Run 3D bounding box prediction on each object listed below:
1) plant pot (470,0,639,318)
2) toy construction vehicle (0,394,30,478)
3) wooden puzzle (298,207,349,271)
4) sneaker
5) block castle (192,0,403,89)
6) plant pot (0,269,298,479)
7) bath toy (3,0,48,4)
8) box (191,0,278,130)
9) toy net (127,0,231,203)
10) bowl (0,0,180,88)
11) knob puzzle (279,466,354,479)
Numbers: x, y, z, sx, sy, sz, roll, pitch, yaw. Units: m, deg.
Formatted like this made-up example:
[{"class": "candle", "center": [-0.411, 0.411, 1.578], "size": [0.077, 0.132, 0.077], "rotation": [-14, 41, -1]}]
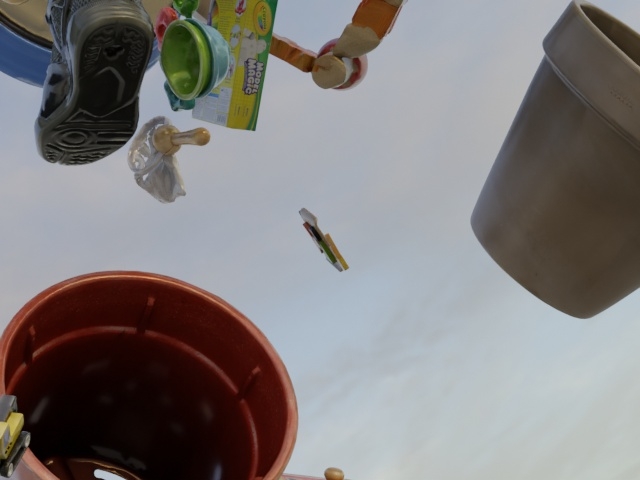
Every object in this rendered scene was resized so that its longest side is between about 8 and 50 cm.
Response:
[{"class": "plant pot", "center": [0.330, -0.071, 1.431], "size": [0.280, 0.323, 0.323], "rotation": [-52, -28, 20]}, {"class": "toy construction vehicle", "center": [-0.201, 0.100, 0.645], "size": [0.098, 0.085, 0.035], "rotation": [-68, -13, -59]}, {"class": "wooden puzzle", "center": [0.000, 0.000, 1.452], "size": [0.014, 0.079, 0.116], "rotation": [-31, 13, -6]}, {"class": "sneaker", "center": [-0.200, -0.162, 1.071], "size": [0.087, 0.130, 0.227], "rotation": [-1, -31, -20]}, {"class": "block castle", "center": [0.021, -0.477, 1.898], "size": [0.453, 0.303, 0.213], "rotation": [-63, -2, 15]}, {"class": "plant pot", "center": [-0.190, 0.216, 1.164], "size": [0.272, 0.272, 0.265], "rotation": [-14, -35, -36]}, {"class": "bath toy", "center": [-0.396, -0.402, 1.471], "size": [0.151, 0.348, 0.129], "rotation": [-48, -3, 23]}, {"class": "box", "center": [-0.100, -0.223, 1.449], "size": [0.043, 0.105, 0.179], "rotation": [4, -80, -31]}, {"class": "toy net", "center": [-0.143, -0.125, 1.121], "size": [0.045, 0.122, 0.232], "rotation": [-15, -31, -36]}, {"class": "bowl", "center": [-0.368, -0.400, 1.768], "size": [0.391, 0.391, 0.077], "rotation": [-15, -12, -36]}, {"class": "knob puzzle", "center": [0.056, 0.237, 1.144], "size": [0.213, 0.030, 0.213], "rotation": [10, -1, 0]}]
